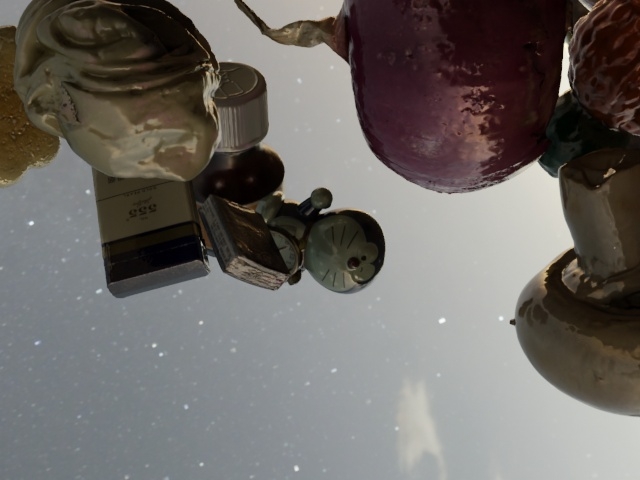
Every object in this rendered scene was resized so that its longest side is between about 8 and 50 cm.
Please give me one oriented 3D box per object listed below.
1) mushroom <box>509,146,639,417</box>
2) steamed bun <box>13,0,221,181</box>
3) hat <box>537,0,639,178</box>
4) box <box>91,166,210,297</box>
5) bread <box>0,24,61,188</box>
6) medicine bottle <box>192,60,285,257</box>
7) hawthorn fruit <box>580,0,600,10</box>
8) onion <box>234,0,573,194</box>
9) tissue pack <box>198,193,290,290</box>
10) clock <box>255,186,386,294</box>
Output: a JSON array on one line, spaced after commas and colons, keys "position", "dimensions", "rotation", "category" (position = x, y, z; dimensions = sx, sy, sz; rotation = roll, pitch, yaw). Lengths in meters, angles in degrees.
[{"position": [0.369, 0.041, 0.852], "dimensions": [0.292, 0.292, 0.290], "rotation": [-63, -37, -61], "category": "mushroom"}, {"position": [-0.272, -0.242, 1.018], "dimensions": [0.320, 0.206, 0.275], "rotation": [25, -139, -3], "category": "steamed bun"}, {"position": [0.405, -0.256, 0.940], "dimensions": [0.285, 0.400, 0.285], "rotation": [29, -137, -30], "category": "hat"}, {"position": [-0.294, -0.042, 1.259], "dimensions": [0.071, 0.168, 0.259], "rotation": [78, 177, -65], "category": "box"}, {"position": [-0.479, -0.204, 1.167], "dimensions": [0.181, 0.039, 0.251], "rotation": [26, -97, -46], "category": "bread"}, {"position": [-0.196, -0.163, 1.529], "dimensions": [0.395, 0.242, 0.242], "rotation": [87, -179, -46], "category": "medicine bottle"}, {"position": [0.557, -0.478, 1.198], "dimensions": [0.311, 0.295, 0.295], "rotation": [-1, -114, -51], "category": "hawthorn fruit"}, {"position": [0.123, -0.219, 0.815], "dimensions": [0.358, 0.345, 0.358], "rotation": [50, -157, -30], "category": "onion"}, {"position": [-0.120, 0.003, 1.149], "dimensions": [0.112, 0.051, 0.156], "rotation": [23, -153, -40], "category": "tissue pack"}, {"position": [0.000, 0.000, 1.310], "dimensions": [0.146, 0.243, 0.200], "rotation": [-47, -27, -63], "category": "clock"}]
